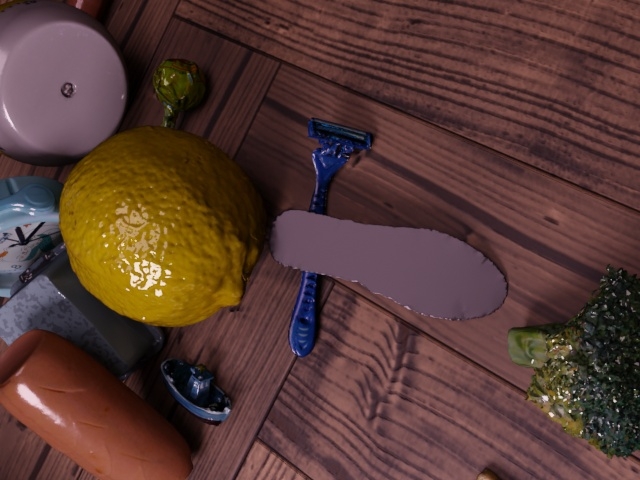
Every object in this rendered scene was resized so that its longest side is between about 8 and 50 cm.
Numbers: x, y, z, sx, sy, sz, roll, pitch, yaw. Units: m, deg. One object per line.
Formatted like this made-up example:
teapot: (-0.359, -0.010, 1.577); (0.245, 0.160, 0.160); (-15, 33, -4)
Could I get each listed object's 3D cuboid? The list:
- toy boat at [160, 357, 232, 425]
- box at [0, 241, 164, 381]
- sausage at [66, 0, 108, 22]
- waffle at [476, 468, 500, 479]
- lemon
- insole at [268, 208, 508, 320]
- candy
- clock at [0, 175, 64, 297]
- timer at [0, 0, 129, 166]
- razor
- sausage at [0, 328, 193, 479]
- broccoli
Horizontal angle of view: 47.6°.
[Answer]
toy boat: (-0.178, 0.214, 1.051); (0.137, 0.060, 0.061); (38, 120, 31)
box: (-0.364, 0.127, 1.088); (0.162, 0.130, 0.227); (-36, 100, 18)
sausage: (-0.400, -0.452, 1.287); (0.065, 0.065, 0.169); (21, 91, 29)
waffle: (0.185, 0.357, 0.858); (0.097, 0.023, 0.153); (42, 99, 28)
lemon: (-0.222, -0.025, 1.002); (0.322, 0.268, 0.268); (34, 97, 24)
insole: (0.081, 0.027, 0.941); (0.322, 0.007, 0.109); (14, 91, 16)
candy: (-0.250, -0.161, 1.159); (0.077, 0.073, 0.262); (21, 97, 18)
clock: (-0.456, -0.011, 1.115); (0.223, 0.274, 0.094); (-37, 64, 16)
timer: (-0.477, -0.262, 1.188); (0.285, 0.285, 0.285); (-5, 79, 27)
razor: (-0.004, -0.001, 1.009); (0.056, 0.093, 0.324); (-172, 92, -70)
sausage: (-0.303, 0.249, 0.996); (0.121, 0.304, 0.121); (-35, 25, 19)
broccoli: (0.289, 0.130, 0.795); (0.194, 0.194, 0.220); (-8, 101, 26)
